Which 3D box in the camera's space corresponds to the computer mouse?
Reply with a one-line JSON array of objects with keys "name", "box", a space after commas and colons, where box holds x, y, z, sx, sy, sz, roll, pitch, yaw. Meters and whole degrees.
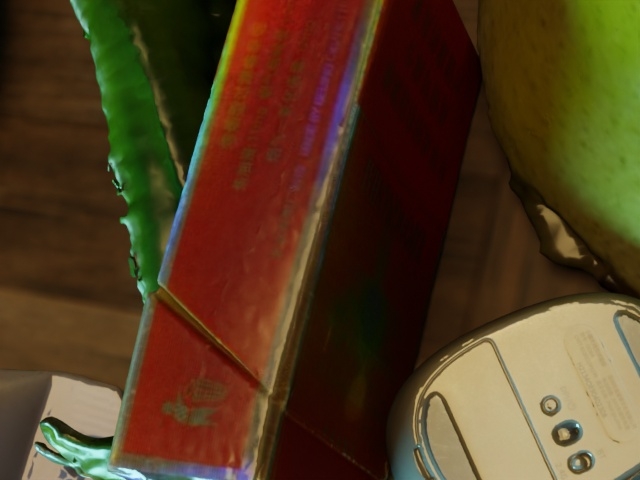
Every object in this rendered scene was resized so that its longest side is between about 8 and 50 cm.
[{"name": "computer mouse", "box": [0.067, 0.055, 0.451, 0.096, 0.039, 0.066, -25, 72, 6]}]

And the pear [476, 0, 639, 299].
[{"name": "pear", "box": [0.160, -0.101, 0.404, 0.267, 0.178, 0.267, -7, 65, 15]}]

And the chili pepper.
[{"name": "chili pepper", "box": [-0.064, -0.097, 0.525, 0.085, 0.076, 0.359, -7, 66, 11]}]

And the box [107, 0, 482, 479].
[{"name": "box", "box": [-0.001, 0.000, 0.454, 0.048, 0.112, 0.175, 9, 73, 20]}]

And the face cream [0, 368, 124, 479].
[{"name": "face cream", "box": [-0.214, 0.090, 0.513, 0.274, 0.096, 0.154, 14, 74, 9]}]
